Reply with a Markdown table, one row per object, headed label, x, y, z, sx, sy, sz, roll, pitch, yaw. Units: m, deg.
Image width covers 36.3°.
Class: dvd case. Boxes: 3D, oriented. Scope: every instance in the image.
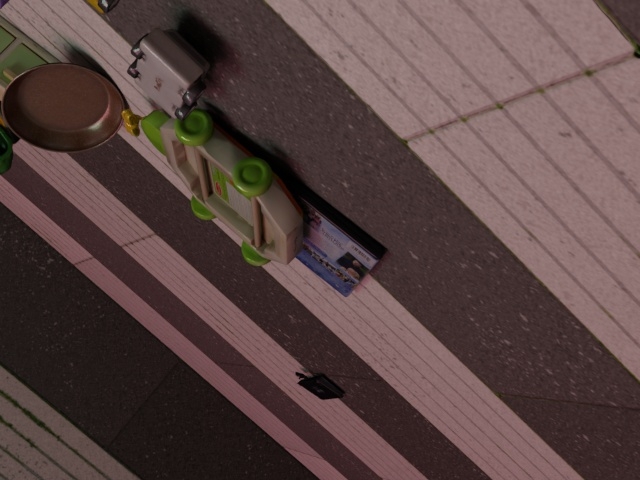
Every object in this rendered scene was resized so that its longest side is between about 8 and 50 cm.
| label | x | y | z | sx | sy | sz | roll | pitch | yaw |
| --- | --- | --- | --- | --- | --- | --- | --- | --- | --- |
| dvd case | 0.000 | 0.000 | 1.527 | 0.180 | 0.022 | 0.253 | 39 | 162 | 3 |

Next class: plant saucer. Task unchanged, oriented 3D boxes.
| label | x | y | z | sx | sy | sz | roll | pitch | yaw |
| --- | --- | --- | --- | --- | --- | --- | --- | --- | --- |
| plant saucer | -0.426 | -0.227 | 1.624 | 0.199 | 0.198 | 0.036 | 63 | -168 | -51 |

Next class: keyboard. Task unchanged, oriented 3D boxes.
| label | x | y | z | sx | sy | sz | roll | pitch | yaw |
| --- | --- | --- | --- | --- | --- | --- | --- | --- | --- |
| keyboard | -0.010 | 0.345 | 2.346 | 0.108 | 0.023 | 0.180 | 34 | 161 | -7 |

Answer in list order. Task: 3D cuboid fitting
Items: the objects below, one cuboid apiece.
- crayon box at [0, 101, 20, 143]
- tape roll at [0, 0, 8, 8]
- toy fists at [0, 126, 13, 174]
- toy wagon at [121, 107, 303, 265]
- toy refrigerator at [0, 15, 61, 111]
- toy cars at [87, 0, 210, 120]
| label | x | y | z | sx | sy | sz | roll | pitch | yaw |
| --- | --- | --- | --- | --- | --- | --- | --- | --- | --- |
| crayon box | -0.740 | -0.352 | 2.000 | 0.318 | 0.081 | 0.202 | 37 | 162 | 8 |
| tape roll | -0.503 | -0.424 | 1.392 | 0.189 | 0.080 | 0.189 | 34 | 160 | 14 |
| toy fists | -0.753 | -0.239 | 2.012 | 0.279 | 0.096 | 0.142 | 41 | 163 | -12 |
| toy wagon | -0.165 | -0.103 | 1.497 | 0.344 | 0.068 | 0.267 | 41 | 161 | 15 |
| toy refrigerator | -0.570 | -0.327 | 1.707 | 0.269 | 0.102 | 0.094 | 38 | 161 | 4 |
| toy cars | -0.218 | -0.283 | 1.191 | 0.176 | 0.087 | 0.394 | 32 | 164 | 34 |
